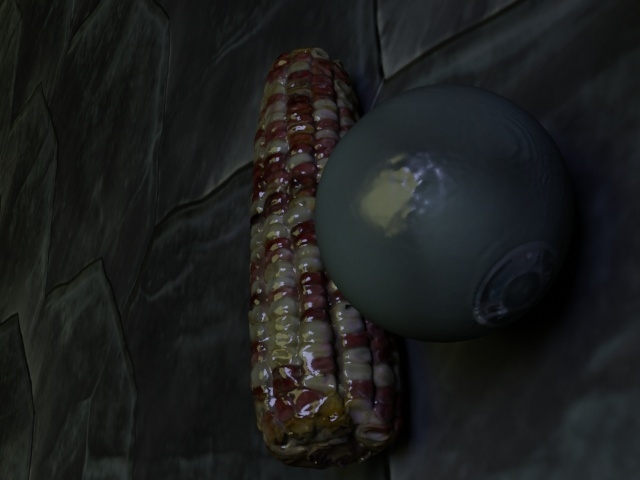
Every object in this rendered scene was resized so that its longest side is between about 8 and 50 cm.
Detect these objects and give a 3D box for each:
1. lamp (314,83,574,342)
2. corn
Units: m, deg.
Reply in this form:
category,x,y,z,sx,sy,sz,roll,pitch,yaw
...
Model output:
category,x,y,z,sx,sy,sz,roll,pitch,yaw
lamp,0.049,-0.009,0.349,0.105,0.105,0.105,-24,61,55
corn,0.000,0.000,0.462,0.079,0.079,0.237,-38,45,49
